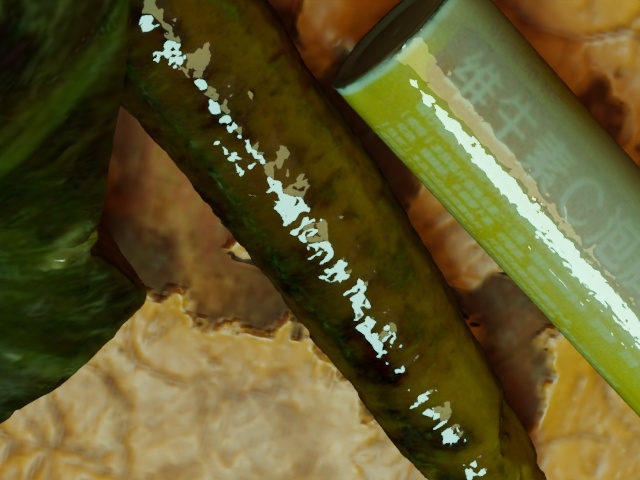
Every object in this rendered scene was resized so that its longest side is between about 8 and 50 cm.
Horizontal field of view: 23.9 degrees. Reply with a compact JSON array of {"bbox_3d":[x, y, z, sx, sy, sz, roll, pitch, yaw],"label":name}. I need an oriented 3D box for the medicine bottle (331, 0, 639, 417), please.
[{"bbox_3d":[0.098,0.002,0.549,0.074,0.074,0.218,-41,106,14],"label":"medicine bottle"}]

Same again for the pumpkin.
[{"bbox_3d":[-0.186,0.006,0.493,0.258,0.095,0.290,-11,151,-15],"label":"pumpkin"}]

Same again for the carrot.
[{"bbox_3d":[0.000,0.000,0.550,0.066,0.066,0.314,-31,110,11],"label":"carrot"}]
